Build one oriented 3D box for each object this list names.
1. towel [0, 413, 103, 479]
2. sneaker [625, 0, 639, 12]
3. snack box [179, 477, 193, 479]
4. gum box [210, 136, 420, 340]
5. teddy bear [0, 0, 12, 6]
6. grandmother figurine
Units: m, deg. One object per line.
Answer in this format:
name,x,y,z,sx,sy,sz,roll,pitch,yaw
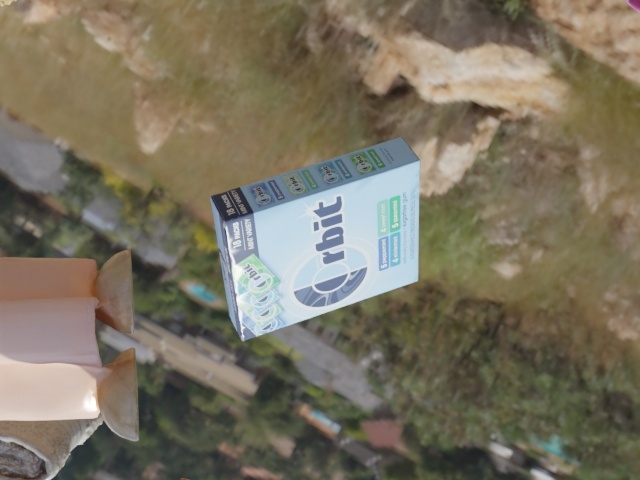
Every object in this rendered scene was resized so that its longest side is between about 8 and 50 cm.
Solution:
towel,-0.324,0.120,0.962,0.282,0.049,0.187,16,-169,3
sneaker,0.196,-0.212,0.744,0.111,0.103,0.252,21,-144,-51
snack box,-0.072,0.280,0.705,0.174,0.207,0.070,44,155,-17
gum box,0.000,0.000,1.067,0.157,0.184,0.041,86,160,-45
teddy bear,-0.187,-0.254,0.712,0.338,0.245,0.113,-35,71,49
grandmother figurine,-0.289,0.060,0.726,0.342,0.208,0.104,-3,172,-9
